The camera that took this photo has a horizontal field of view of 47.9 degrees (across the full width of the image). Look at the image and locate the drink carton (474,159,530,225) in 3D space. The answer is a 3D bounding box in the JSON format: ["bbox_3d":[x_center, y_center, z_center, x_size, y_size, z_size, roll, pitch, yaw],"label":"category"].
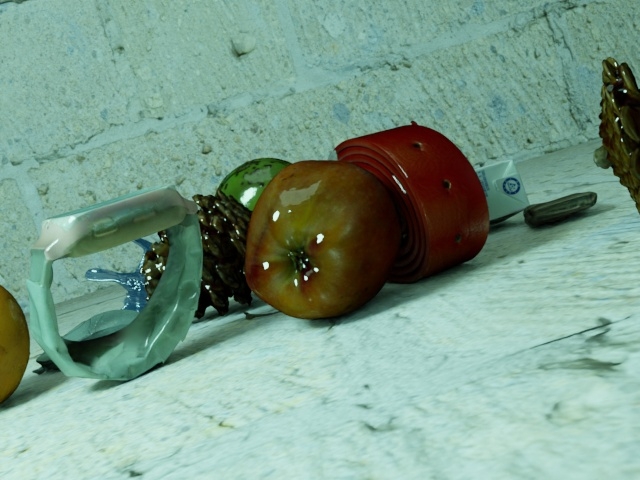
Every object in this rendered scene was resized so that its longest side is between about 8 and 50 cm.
[{"bbox_3d":[0.216,-0.048,1.343,0.315,0.106,0.130,-17,-6,-10],"label":"drink carton"}]

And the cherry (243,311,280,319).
[{"bbox_3d":[-0.038,0.034,1.181,0.188,0.148,0.115,-16,-3,21],"label":"cherry"}]

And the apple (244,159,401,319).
[{"bbox_3d":[0.001,-0.002,0.980,0.234,0.234,0.234,-17,5,1],"label":"apple"}]

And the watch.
[{"bbox_3d":[-0.273,0.065,0.993,0.253,0.241,0.162,-21,10,-30],"label":"watch"}]

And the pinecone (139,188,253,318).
[{"bbox_3d":[-0.196,0.034,1.299,0.272,0.224,0.224,-37,4,2],"label":"pinecone"}]

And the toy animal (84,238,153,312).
[{"bbox_3d":[-0.368,0.095,1.547,0.255,0.239,0.176,24,-46,-21],"label":"toy animal"}]

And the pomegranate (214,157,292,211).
[{"bbox_3d":[-0.069,-0.028,1.551,0.341,0.285,0.285,16,-5,-15],"label":"pomegranate"}]

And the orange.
[{"bbox_3d":[-0.550,0.158,1.056,0.240,0.240,0.240,-17,5,1],"label":"orange"}]

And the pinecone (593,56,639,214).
[{"bbox_3d":[0.475,-0.155,0.907,0.264,0.264,0.264,-17,5,1],"label":"pinecone"}]

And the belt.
[{"bbox_3d":[0.117,-0.064,1.114,0.115,0.227,0.324,-17,21,-23],"label":"belt"}]

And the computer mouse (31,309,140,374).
[{"bbox_3d":[-0.408,0.171,1.292,0.229,0.068,0.113,-19,3,-23],"label":"computer mouse"}]

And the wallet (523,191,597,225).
[{"bbox_3d":[0.405,-0.054,1.230,0.118,0.038,0.153,-16,1,13],"label":"wallet"}]
